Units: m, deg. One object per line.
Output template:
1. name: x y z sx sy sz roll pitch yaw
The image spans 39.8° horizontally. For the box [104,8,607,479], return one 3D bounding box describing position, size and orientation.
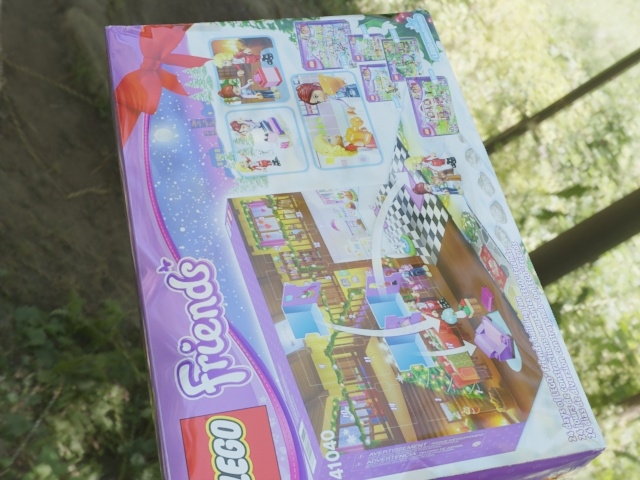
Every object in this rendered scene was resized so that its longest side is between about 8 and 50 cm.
1. box: 0.000 0.000 0.475 0.057 0.201 0.293 105 -25 -55
